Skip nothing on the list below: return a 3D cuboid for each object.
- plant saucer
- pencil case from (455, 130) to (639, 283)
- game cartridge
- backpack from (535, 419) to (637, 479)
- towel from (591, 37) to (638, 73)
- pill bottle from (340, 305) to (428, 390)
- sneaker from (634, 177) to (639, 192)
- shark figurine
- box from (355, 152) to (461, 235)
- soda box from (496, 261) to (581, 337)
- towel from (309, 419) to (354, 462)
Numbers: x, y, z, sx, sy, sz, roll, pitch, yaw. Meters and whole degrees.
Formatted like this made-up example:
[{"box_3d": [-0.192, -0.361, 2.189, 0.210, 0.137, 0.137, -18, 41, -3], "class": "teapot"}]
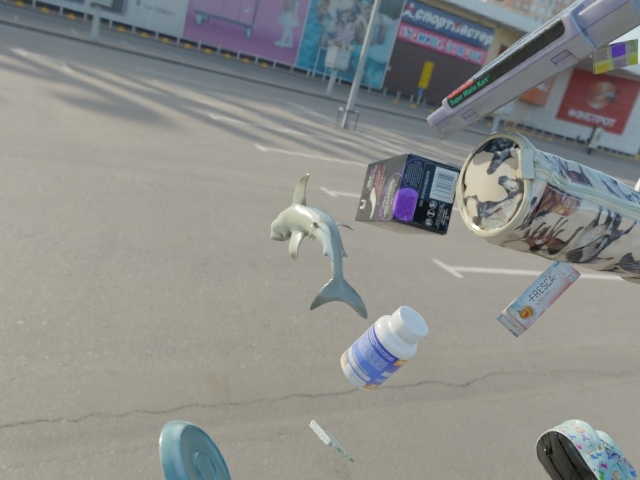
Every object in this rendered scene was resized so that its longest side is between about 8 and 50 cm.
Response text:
[{"box_3d": [-0.318, 0.619, 1.508, 0.317, 0.044, 0.317, 59, 3, -5], "class": "plant saucer"}, {"box_3d": [0.407, -0.042, 0.883, 0.411, 0.159, 0.183, 14, -27, -25], "class": "pencil case"}, {"box_3d": [0.310, -0.264, 0.748, 0.230, 0.068, 0.355, -35, 4, -24], "class": "game cartridge"}, {"box_3d": [0.777, 0.666, 1.676, 0.191, 0.225, 0.253, -19, 54, -25], "class": "backpack"}, {"box_3d": [0.579, -0.361, 1.110, 0.083, 0.060, 0.009, -8, 46, 23], "class": "towel"}, {"box_3d": [0.198, 0.326, 1.723, 0.152, 0.272, 0.152, 30, 31, -20], "class": "pill bottle"}, {"box_3d": [0.855, -0.166, 1.259, 0.104, 0.296, 0.147, 58, 8, 0], "class": "sneaker"}, {"box_3d": [0.017, -0.002, 0.984, 0.116, 0.166, 0.278, 9, 26, -35], "class": "shark figurine"}, {"box_3d": [0.206, -0.107, 1.390, 0.144, 0.165, 0.270, 15, -1, -15], "class": "box"}, {"box_3d": [0.446, 0.114, 1.154, 0.183, 0.063, 0.058, -37, 71, -20], "class": "soda box"}, {"box_3d": [0.034, 0.619, 1.726, 0.152, 0.023, 0.113, 51, -9, -36], "class": "towel"}]
